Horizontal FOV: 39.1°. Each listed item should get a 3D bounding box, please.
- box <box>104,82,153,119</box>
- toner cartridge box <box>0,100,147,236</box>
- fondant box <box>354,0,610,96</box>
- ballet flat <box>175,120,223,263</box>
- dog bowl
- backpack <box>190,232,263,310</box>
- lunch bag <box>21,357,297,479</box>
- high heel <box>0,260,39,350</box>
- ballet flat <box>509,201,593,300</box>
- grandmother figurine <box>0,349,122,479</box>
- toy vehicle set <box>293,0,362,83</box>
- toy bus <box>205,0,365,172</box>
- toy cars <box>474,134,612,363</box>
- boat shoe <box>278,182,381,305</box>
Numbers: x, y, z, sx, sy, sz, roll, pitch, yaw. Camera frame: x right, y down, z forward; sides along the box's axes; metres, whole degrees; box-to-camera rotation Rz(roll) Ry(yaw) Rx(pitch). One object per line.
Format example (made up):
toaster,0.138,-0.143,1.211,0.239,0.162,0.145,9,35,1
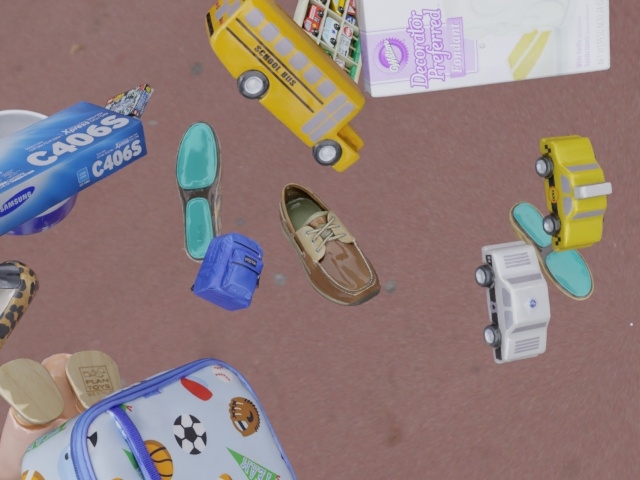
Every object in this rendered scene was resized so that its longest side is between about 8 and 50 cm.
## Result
box,-0.448,-0.300,2.053,0.137,0.027,0.094,-13,47,37
toner cartridge box,-0.488,-0.134,1.583,0.165,0.348,0.075,19,129,30
fondant box,0.213,-0.332,1.213,0.330,0.096,0.238,-7,106,-1
ballet flat,-0.264,-0.104,2.007,0.107,0.106,0.316,1,85,8
dog bowl,-0.650,-0.146,1.933,0.264,0.104,0.265,8,58,-13
backpack,-0.146,0.049,1.551,0.101,0.098,0.120,-14,53,45
lunch bag,-0.108,0.266,0.764,0.115,0.243,0.303,-31,82,29
high heel,-0.461,0.158,1.257,0.093,0.186,0.261,11,93,17
ballet flat,0.445,0.025,1.736,0.080,0.073,0.232,-26,65,-8
grandmother figurine,-0.307,0.254,0.976,0.342,0.207,0.104,-58,41,36
toy vehicle set,0.019,-0.432,1.893,0.035,0.166,0.267,-24,46,51
toy bus,-0.043,-0.259,1.456,0.130,0.332,0.108,-41,33,15
toy cars,0.360,0.009,1.406,0.176,0.087,0.394,35,75,-19
boat shoe,0.000,0.000,1.769,0.122,0.120,0.324,-31,46,-12
